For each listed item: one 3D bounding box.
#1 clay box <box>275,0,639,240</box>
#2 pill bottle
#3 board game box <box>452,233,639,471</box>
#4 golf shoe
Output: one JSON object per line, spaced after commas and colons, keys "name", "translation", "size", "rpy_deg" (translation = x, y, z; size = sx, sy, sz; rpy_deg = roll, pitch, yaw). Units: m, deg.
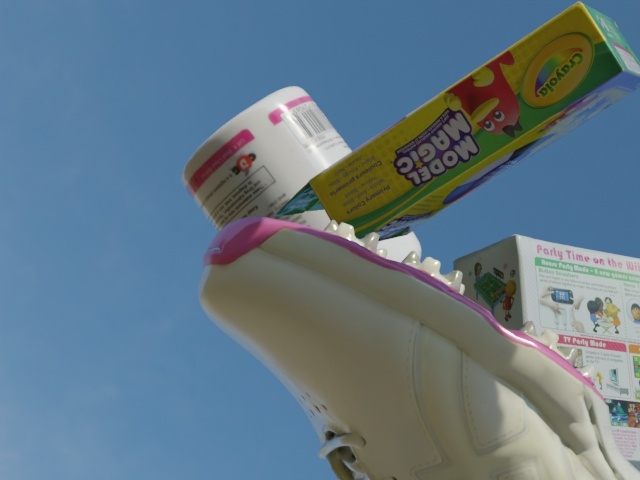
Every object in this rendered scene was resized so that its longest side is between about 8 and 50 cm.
{"name": "clay box", "translation": [0.088, -0.060, 0.837], "size": [0.222, 0.127, 0.053], "rpy_deg": [-34, -98, 20]}
{"name": "pill bottle", "translation": [0.000, 0.000, 1.382], "size": [0.283, 0.160, 0.160], "rpy_deg": [53, -46, 6]}
{"name": "board game box", "translation": [0.235, 0.164, 1.163], "size": [0.097, 0.224, 0.304], "rpy_deg": [-28, -122, 54]}
{"name": "golf shoe", "translation": [0.065, 0.112, 0.518], "size": [0.306, 0.140, 0.115], "rpy_deg": [36, -16, 2]}
